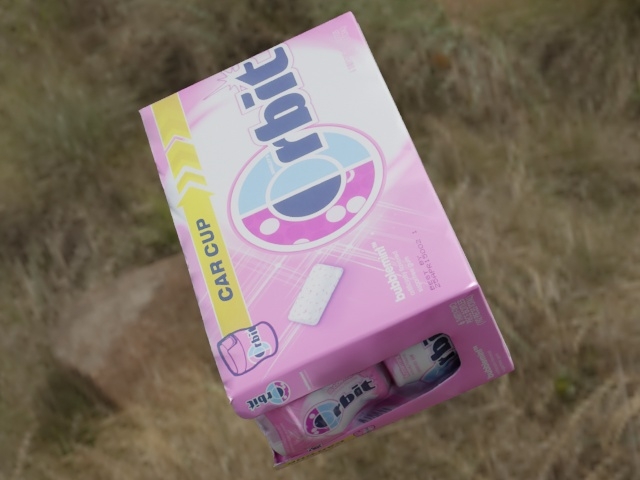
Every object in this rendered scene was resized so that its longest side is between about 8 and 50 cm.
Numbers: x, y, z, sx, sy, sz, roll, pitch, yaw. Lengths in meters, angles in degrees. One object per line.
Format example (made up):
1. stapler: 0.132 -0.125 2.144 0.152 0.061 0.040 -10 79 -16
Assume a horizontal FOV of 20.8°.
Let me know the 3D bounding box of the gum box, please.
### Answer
1. gum box: 0.000 0.000 0.744 0.107 0.062 0.188 -25 47 4
